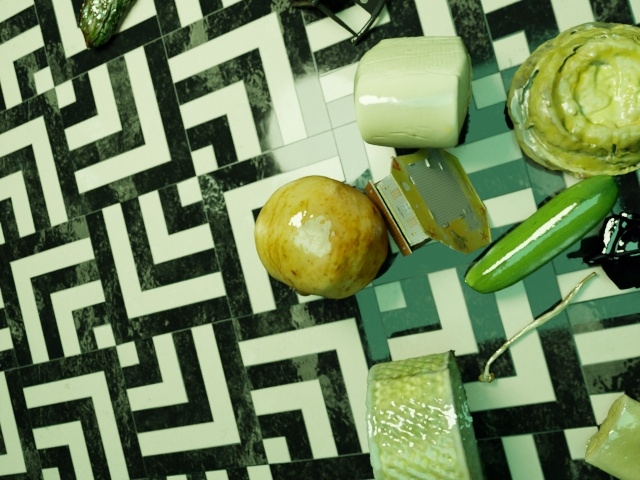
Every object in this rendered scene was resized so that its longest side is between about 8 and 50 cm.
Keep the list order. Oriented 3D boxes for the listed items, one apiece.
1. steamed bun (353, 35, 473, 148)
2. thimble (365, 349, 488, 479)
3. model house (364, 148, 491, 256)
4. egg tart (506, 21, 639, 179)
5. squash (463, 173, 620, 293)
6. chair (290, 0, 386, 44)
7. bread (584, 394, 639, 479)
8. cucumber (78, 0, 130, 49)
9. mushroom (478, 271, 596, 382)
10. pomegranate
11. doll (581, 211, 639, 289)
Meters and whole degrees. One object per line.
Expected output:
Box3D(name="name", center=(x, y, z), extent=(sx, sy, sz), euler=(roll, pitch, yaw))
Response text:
Box3D(name="steamed bun", center=(0.159, -0.248, 0.785), extent=(0.199, 0.250, 0.155), euler=(3, 131, 17))
Box3D(name="thimble", center=(0.184, 0.333, 0.771), extent=(0.149, 0.271, 0.271), euler=(-15, 88, 18))
Box3D(name="model house", center=(0.185, -0.048, 0.838), extent=(0.136, 0.207, 0.219), euler=(-33, 86, 48))
Box3D(name="egg tart", center=(0.461, -0.237, 0.751), extent=(0.278, 0.095, 0.279), euler=(0, 91, 18))
Box3D(name="squash", center=(0.381, -0.003, 0.787), extent=(0.292, 0.082, 0.082), euler=(-44, 80, 22))
Box3D(name="chair", center=(-0.005, -0.522, 0.866), extent=(0.260, 0.141, 0.155), euler=(26, 104, -31))
Box3D(name="bread", center=(0.565, 0.360, 0.761), extent=(0.178, 0.060, 0.140), euler=(28, 100, 14))
Box3D(name="cucumber", center=(-0.450, -0.595, 1.017), extent=(0.096, 0.096, 0.359), euler=(44, 105, 11))
Box3D(name="mushroom", center=(0.391, 0.159, 0.828), extent=(0.028, 0.026, 0.286), euler=(38, 101, -4))
Box3D(name="pomegranate", center=(0.000, 0.000, 0.839), extent=(0.248, 0.248, 0.249), euler=(1, 93, 17))
Box3D(name="doll", center=(0.558, 0.007, 0.742), extent=(0.248, 0.088, 0.127), euler=(-18, 66, 8))
